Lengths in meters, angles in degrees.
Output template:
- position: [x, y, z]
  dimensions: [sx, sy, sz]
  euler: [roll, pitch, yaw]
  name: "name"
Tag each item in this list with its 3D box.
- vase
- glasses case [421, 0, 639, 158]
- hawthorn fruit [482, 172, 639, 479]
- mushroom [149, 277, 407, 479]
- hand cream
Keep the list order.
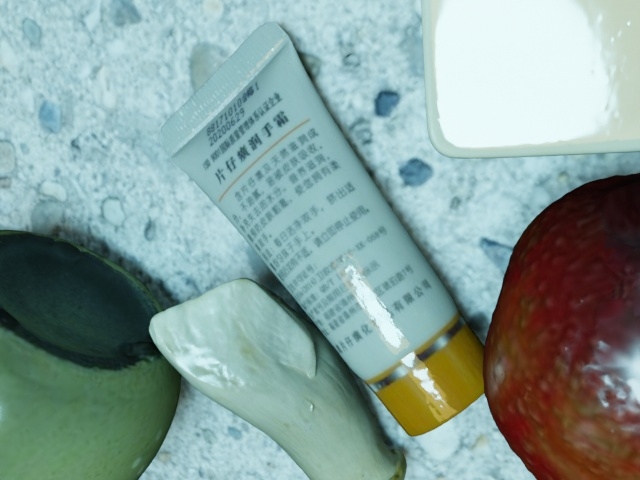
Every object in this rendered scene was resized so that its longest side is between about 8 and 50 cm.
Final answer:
- position: [-0.289, 0.131, 0.547]
  dimensions: [0.302, 0.241, 0.329]
  euler: [-55, 49, 16]
  name: "vase"
- position: [0.232, -0.126, 0.375]
  dimensions: [0.337, 0.076, 0.143]
  euler: [1, 106, 18]
  name: "glasses case"
- position: [0.199, 0.091, 0.385]
  dimensions: [0.230, 0.210, 0.266]
  euler: [29, 126, 3]
  name: "hawthorn fruit"
- position: [-0.022, 0.121, 0.512]
  dimensions: [0.096, 0.108, 0.247]
  euler: [-34, 106, 20]
  name: "mushroom"
- position: [0.000, 0.000, 0.484]
  dimensions: [0.140, 0.089, 0.314]
  euler: [-36, 88, 22]
  name: "hand cream"
